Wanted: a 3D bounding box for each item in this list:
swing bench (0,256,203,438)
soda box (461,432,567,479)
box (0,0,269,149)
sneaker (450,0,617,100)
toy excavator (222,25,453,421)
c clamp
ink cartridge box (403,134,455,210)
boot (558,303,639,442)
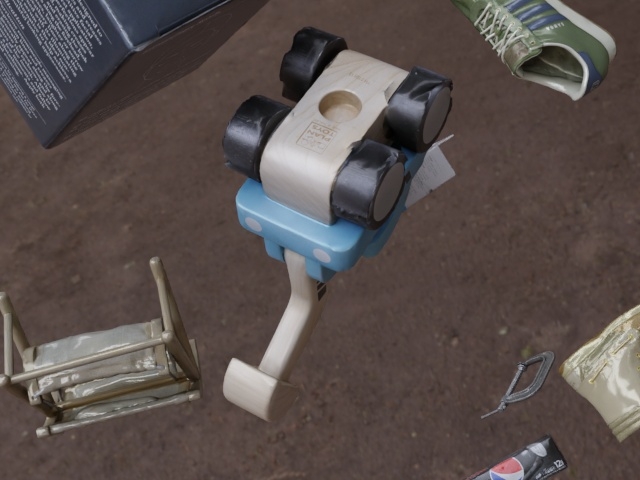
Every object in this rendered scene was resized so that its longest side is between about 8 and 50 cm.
[{"bbox_3d":[-0.326,0.185,1.419,0.253,0.255,0.165,-14,50,-3],"label":"swing bench"},{"bbox_3d":[0.297,0.365,1.450,0.169,0.053,0.060,-32,-10,8],"label":"soda box"},{"bbox_3d":[-0.252,-0.322,1.226,0.293,0.212,0.395,-37,8,-32],"label":"box"},{"bbox_3d":[0.205,-0.208,0.942,0.192,0.064,0.086,29,56,1],"label":"sneaker"},{"bbox_3d":[0.000,0.000,1.320,0.222,0.445,0.433,24,60,20],"label":"toy excavator"},{"bbox_3d":[0.389,0.275,1.815,0.161,0.022,0.137,-47,10,-38],"label":"c clamp"},{"bbox_3d":[0.145,-0.095,1.513,0.180,0.060,0.104,-34,5,-20],"label":"ink cartridge box"},{"bbox_3d":[0.637,0.253,1.856,0.262,0.095,0.203,-40,66,7],"label":"boot"}]
